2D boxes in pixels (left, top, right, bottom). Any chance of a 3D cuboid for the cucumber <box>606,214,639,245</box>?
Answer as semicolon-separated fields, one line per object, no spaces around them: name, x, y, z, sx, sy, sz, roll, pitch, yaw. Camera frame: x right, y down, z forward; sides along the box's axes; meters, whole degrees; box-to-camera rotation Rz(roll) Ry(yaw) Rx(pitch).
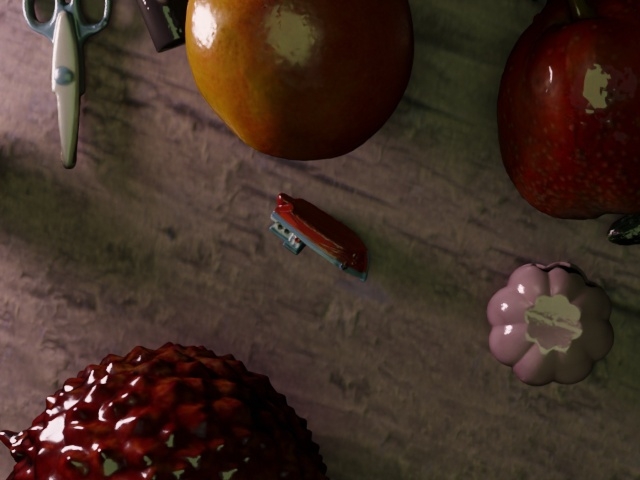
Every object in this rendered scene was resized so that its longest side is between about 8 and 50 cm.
cucumber;0.504;-0.027;1.623;0.214;0.058;0.052;-11;130;11

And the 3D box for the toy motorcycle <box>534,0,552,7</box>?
toy motorcycle;0.379;-0.422;1.557;0.307;0.108;0.173;-37;91;4

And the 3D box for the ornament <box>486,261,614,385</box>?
ornament;0.317;0.116;1.622;0.177;0.177;0.178;1;98;7

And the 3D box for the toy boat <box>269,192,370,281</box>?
toy boat;0.000;0.000;1.683;0.173;0.069;0.059;33;120;3

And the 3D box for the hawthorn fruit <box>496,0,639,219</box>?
hawthorn fruit;0.346;-0.197;1.481;0.284;0.285;0.369;-21;126;9

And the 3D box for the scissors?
scissors;-0.369;-0.249;1.706;0.138;0.041;0.289;1;94;8

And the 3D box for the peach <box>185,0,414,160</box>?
peach;-0.027;-0.272;1.535;0.307;0.308;0.332;-7;106;8

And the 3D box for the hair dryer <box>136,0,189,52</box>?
hair dryer;-0.212;-0.374;1.572;0.078;0.248;0.196;-24;95;-15

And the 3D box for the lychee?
lychee;-0.228;0.340;1.586;0.500;0.424;0.425;9;99;24
